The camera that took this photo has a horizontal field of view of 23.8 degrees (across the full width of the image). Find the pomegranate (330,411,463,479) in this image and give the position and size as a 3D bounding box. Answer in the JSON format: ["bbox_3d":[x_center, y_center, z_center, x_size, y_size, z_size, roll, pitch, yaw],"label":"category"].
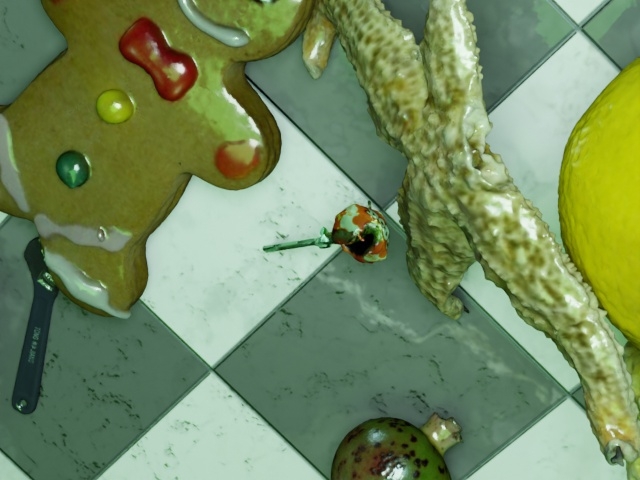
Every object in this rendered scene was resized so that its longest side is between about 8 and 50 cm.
[{"bbox_3d":[0.070,0.220,1.450,0.130,0.130,0.130,5,112,12],"label":"pomegranate"}]

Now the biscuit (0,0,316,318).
[{"bbox_3d":[-0.167,-0.138,1.375,0.283,0.064,0.432,47,118,1],"label":"biscuit"}]

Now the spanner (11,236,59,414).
[{"bbox_3d":[-0.289,0.086,1.542,0.046,0.012,0.208,17,114,7],"label":"spanner"}]

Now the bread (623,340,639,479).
[{"bbox_3d":[0.350,0.170,1.328,0.197,0.197,0.170,13,120,9],"label":"bread"}]

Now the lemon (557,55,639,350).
[{"bbox_3d":[0.322,-0.029,1.198,0.293,0.293,0.293,5,112,12],"label":"lemon"}]

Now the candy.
[{"bbox_3d":[0.000,0.000,1.383,0.185,0.049,0.055,-9,108,55],"label":"candy"}]

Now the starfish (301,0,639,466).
[{"bbox_3d":[0.109,-0.026,1.262,0.082,0.324,0.432,-27,98,-19],"label":"starfish"}]
